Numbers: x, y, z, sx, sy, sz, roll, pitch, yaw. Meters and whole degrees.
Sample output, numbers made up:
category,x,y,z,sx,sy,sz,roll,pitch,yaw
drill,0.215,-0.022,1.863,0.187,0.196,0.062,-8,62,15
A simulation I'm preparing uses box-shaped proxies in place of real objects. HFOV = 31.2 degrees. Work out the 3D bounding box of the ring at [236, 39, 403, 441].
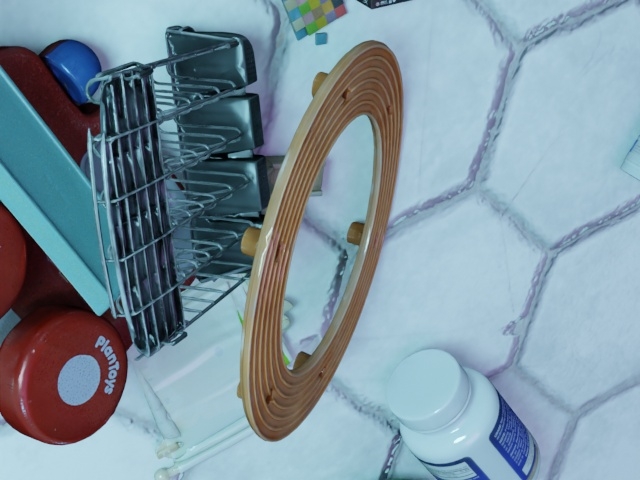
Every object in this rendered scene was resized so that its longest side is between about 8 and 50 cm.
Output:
category,x,y,z,sx,sy,sz,roll,pitch,yaw
ring,0.000,0.000,0.944,0.336,0.032,0.336,17,90,-74

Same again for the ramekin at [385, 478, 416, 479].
category,x,y,z,sx,sy,sz,roll,pitch,yaw
ramekin,0.072,0.407,1.250,0.303,0.148,0.303,-14,126,-21

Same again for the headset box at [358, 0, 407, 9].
category,x,y,z,sx,sy,sz,roll,pitch,yaw
headset box,0.061,-0.243,0.959,0.062,0.032,0.083,-17,125,-22

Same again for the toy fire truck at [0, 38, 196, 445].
category,x,y,z,sx,sy,sz,roll,pitch,yaw
toy fire truck,-0.223,-0.013,0.860,0.254,0.169,0.302,-55,133,-27

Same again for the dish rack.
category,x,y,z,sx,sy,sz,roll,pitch,yaw
dish rack,-0.105,-0.041,0.817,0.074,0.271,0.208,-2,105,18

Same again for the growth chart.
category,x,y,z,sx,sy,sz,roll,pitch,yaw
growth chart,-0.100,0.110,1.072,0.172,0.021,0.237,-23,126,-19

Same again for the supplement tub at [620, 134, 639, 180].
category,x,y,z,sx,sy,sz,roll,pitch,yaw
supplement tub,0.371,-0.103,1.200,0.071,0.071,0.107,24,102,-38

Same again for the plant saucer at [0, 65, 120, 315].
category,x,y,z,sx,sy,sz,roll,pitch,yaw
plant saucer,-0.184,-0.035,0.777,0.192,0.018,0.067,57,37,-35

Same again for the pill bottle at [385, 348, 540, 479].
category,x,y,z,sx,sy,sz,roll,pitch,yaw
pill bottle,0.148,0.198,1.211,0.112,0.112,0.186,-42,130,-3

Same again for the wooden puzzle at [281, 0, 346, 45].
category,x,y,z,sx,sy,sz,roll,pitch,yaw
wooden puzzle,-0.007,-0.200,0.960,0.049,0.006,0.083,-33,128,-11

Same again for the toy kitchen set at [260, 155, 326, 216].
category,x,y,z,sx,sy,sz,roll,pitch,yaw
toy kitchen set,-0.030,-0.028,0.999,0.083,0.075,0.068,-5,120,-25
